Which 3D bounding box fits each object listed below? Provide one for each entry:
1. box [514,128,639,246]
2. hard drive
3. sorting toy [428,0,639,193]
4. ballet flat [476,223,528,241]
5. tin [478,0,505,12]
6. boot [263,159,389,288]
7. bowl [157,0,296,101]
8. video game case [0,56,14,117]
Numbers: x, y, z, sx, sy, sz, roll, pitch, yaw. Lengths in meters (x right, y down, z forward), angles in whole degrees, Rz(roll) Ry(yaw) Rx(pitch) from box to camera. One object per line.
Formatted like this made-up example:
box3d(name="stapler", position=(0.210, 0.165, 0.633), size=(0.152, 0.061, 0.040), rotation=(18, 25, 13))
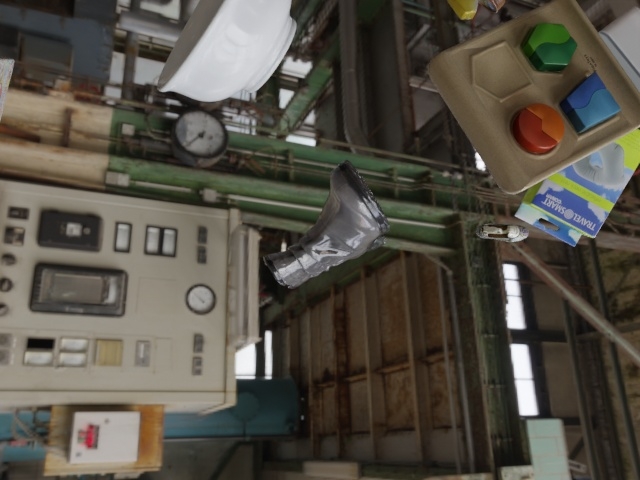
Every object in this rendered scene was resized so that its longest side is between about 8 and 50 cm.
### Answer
box3d(name="box", position=(0.367, -0.089, 0.808), size=(0.178, 0.109, 0.042), rotation=(-63, -176, 8))
box3d(name="hard drive", position=(0.682, -0.366, 1.199), size=(0.233, 0.353, 0.047), rotation=(52, -45, 1))
box3d(name="sorting toy", position=(0.265, -0.240, 0.760), size=(0.307, 0.229, 0.041), rotation=(61, -9, 9))
box3d(name="ballet flat", position=(0.407, -0.019, 1.282), size=(0.041, 0.114, 0.041), rotation=(2, 90, -80))
box3d(name="tin", position=(0.402, -0.649, 1.445), size=(0.040, 0.189, 0.106), rotation=(-50, -129, 10))
box3d(name="boot", position=(0.000, 0.000, 1.016), size=(0.118, 0.222, 0.338), rotation=(61, -2, 21))
box3d(name="bowl", position=(-0.133, -0.335, 0.934), size=(0.298, 0.134, 0.298), rotation=(-41, -148, 33))
box3d(name="video game case", position=(-0.754, -0.306, 1.310), size=(0.227, 0.026, 0.206), rotation=(-71, -158, 11))
